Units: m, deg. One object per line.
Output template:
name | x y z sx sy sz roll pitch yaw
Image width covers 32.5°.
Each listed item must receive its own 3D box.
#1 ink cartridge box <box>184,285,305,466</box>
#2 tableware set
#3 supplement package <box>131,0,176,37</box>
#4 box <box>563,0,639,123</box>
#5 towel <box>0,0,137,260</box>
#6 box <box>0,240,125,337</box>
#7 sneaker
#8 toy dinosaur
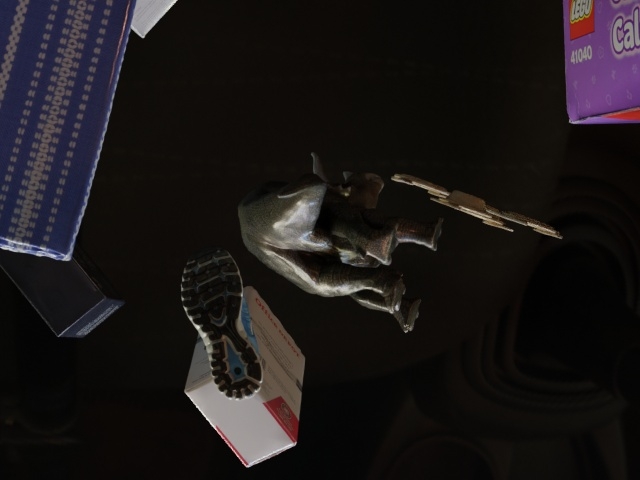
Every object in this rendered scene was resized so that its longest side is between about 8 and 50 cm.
ink cartridge box | -0.114 0.210 1.739 0.100 0.237 0.172 -28 113 16
tableware set | 0.159 -0.033 1.138 0.169 0.141 0.020 19 92 -27
supplement package | -0.255 -0.414 1.402 0.194 0.149 0.203 -47 135 1
box | 0.247 -0.071 0.317 0.293 0.201 0.057 -3 91 -14
towel | -0.296 -0.136 0.706 0.336 0.040 0.243 13 88 -7
box | -0.386 0.058 1.635 0.093 0.158 0.156 -40 85 -4
sneaker | -0.101 0.086 1.128 0.063 0.073 0.162 -14 82 0
toy dinosaur | 0.000 0.000 0.884 0.160 0.313 0.121 15 98 21
